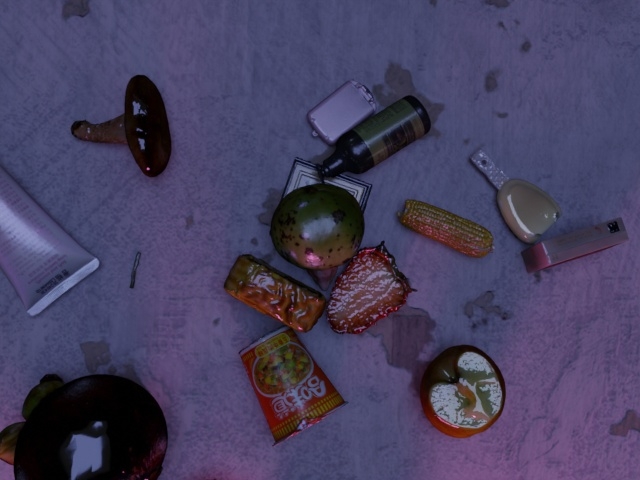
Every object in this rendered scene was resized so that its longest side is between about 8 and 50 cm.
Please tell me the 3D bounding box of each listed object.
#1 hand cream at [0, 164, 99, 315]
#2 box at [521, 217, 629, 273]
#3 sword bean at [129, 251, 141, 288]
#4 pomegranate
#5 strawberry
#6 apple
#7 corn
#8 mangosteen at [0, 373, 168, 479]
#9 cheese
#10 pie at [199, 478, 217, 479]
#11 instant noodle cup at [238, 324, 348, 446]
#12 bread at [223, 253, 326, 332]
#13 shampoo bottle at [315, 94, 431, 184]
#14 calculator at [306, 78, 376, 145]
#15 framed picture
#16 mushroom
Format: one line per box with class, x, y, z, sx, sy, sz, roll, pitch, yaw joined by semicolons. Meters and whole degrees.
hand cream;-0.659;-0.029;1.643;0.185;0.118;0.358;-39;97;-12
box;0.581;0.013;1.752;0.201;0.141;0.058;-15;81;-9
sword bean;-0.413;0.066;1.699;0.012;0.012;0.083;11;84;-5
pomegranate;0.000;0.000;1.664;0.214;0.214;0.247;-13;121;-8
strawberry;0.096;0.112;1.720;0.208;0.087;0.167;-30;79;0
apple;0.308;0.331;1.676;0.173;0.160;0.195;41;80;-5
corn;0.290;-0.029;1.754;0.238;0.080;0.080;25;82;-1
mangosteen;-0.467;0.412;1.517;0.330;0.330;0.330;1;84;-6
cheese;0.446;-0.113;1.795;0.127;0.054;0.251;-43;90;-12
pie;-0.236;0.644;1.564;0.315;0.092;0.315;-5;78;24
instant noodle cup;-0.072;0.302;1.636;0.193;0.193;0.212;-28;80;-9
bread;-0.094;0.114;1.645;0.222;0.181;0.096;29;92;-3
shampoo bottle;0.113;-0.222;1.744;0.284;0.101;0.101;-32;88;-8
calculator;0.048;-0.297;1.778;0.175;0.032;0.100;-39;89;-8
framed picture;0.002;-0.073;1.761;0.195;0.010;0.199;19;83;-5
mushroom;-0.446;-0.234;1.686;0.218;0.148;0.227;-11;75;11
